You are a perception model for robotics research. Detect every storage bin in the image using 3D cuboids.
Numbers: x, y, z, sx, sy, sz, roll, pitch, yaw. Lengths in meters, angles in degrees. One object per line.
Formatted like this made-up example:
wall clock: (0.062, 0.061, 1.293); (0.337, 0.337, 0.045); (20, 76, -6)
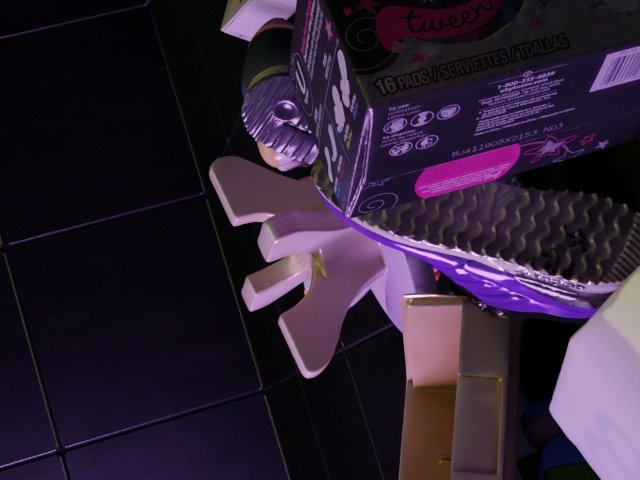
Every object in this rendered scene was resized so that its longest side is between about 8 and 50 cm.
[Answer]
storage bin: (0.129, 0.219, 1.315); (0.260, 0.123, 0.262); (77, -162, -63)

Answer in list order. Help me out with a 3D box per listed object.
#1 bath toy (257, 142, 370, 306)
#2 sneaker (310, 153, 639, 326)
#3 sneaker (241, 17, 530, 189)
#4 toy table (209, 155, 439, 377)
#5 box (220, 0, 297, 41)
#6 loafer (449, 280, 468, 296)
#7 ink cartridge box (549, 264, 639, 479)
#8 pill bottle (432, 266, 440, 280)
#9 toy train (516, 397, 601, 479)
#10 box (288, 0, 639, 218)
bath toy: (-0.002, -0.072, 1.865); (0.129, 0.151, 0.348); (-16, 90, 42)
sneaker: (0.127, 0.005, 1.141); (0.293, 0.102, 0.146); (22, 155, 18)
sneaker: (0.069, -0.110, 1.243); (0.112, 0.319, 0.131); (-43, 35, 31)
toy table: (0.000, 0.000, 1.442); (0.274, 0.161, 0.252); (61, 163, 25)
box: (-0.028, -0.364, 1.487); (0.322, 0.059, 0.232); (168, 117, -73)
loafer: (0.134, -0.026, 1.400); (0.076, 0.078, 0.223); (-126, 21, -51)
ink cartridge box: (0.264, 0.137, 0.742); (0.308, 0.091, 0.385); (55, 171, 23)
pill bottle: (0.106, 0.009, 1.558); (0.152, 0.086, 0.086); (98, 154, -63)
toy train: (0.230, 0.274, 1.328); (0.248, 0.105, 0.143); (90, 170, -52)
box: (0.115, -0.140, 0.958); (0.163, 0.247, 0.142); (101, 150, -63)
